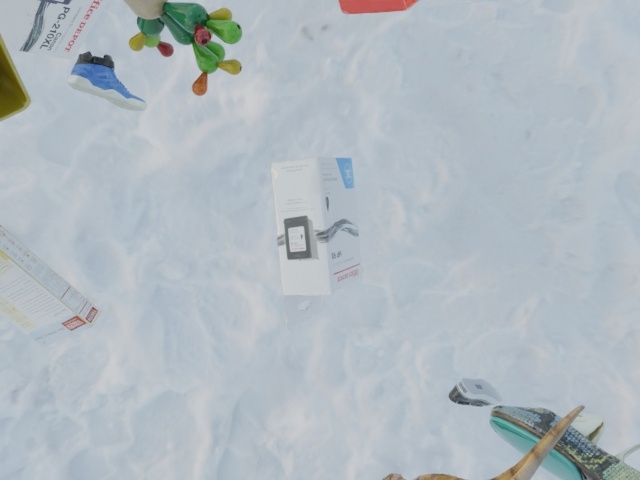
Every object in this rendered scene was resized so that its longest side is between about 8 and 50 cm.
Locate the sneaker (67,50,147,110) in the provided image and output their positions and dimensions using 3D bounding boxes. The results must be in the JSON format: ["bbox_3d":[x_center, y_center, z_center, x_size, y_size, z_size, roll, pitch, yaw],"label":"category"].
[{"bbox_3d":[-0.400,-0.312,1.339,0.152,0.058,0.085,19,80,-21],"label":"sneaker"}]

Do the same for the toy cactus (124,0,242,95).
[{"bbox_3d":[-0.202,-0.282,0.907,0.180,0.219,0.112,35,85,-43],"label":"toy cactus"}]

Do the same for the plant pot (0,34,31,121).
[{"bbox_3d":[-0.501,-0.235,0.791,0.212,0.212,0.187,-34,67,-21],"label":"plant pot"}]

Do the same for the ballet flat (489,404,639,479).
[{"bbox_3d":[0.228,0.179,0.558,0.188,0.070,0.070,34,84,33],"label":"ballet flat"}]

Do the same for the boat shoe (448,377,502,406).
[{"bbox_3d":[0.276,0.275,1.239,0.040,0.049,0.142,-46,139,20],"label":"boat shoe"}]

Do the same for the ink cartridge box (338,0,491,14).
[{"bbox_3d":[0.095,-0.284,0.649,0.179,0.045,0.145,-7,62,-9],"label":"ink cartridge box"}]

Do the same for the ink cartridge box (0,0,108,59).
[{"bbox_3d":[-0.452,-0.383,1.048,0.172,0.237,0.100,-46,72,26],"label":"ink cartridge box"}]

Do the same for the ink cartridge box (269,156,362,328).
[{"bbox_3d":[0.000,0.000,0.766,0.060,0.104,0.180,-4,95,23],"label":"ink cartridge box"}]

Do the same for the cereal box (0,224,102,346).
[{"bbox_3d":[-0.540,0.090,1.259,0.240,0.173,0.047,49,39,-26],"label":"cereal box"}]

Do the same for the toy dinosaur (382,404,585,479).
[{"bbox_3d":[0.094,0.190,0.486,0.064,0.211,0.112,9,64,-28],"label":"toy dinosaur"}]
